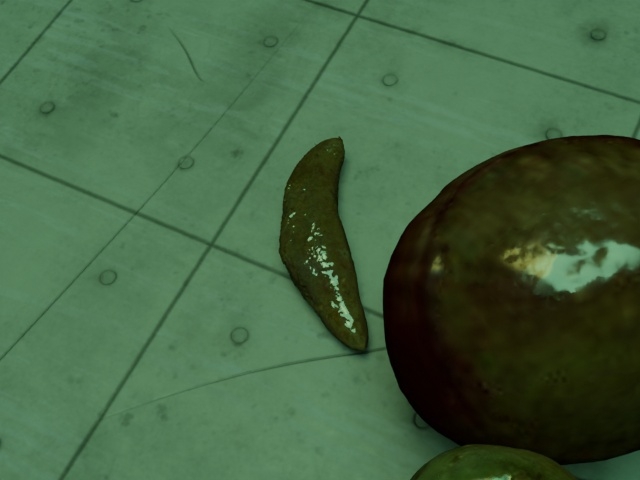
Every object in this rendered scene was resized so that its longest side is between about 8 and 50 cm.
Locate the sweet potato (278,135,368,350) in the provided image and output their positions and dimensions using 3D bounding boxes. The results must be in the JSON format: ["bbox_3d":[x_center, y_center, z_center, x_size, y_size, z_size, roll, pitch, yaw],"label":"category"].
[{"bbox_3d":[-0.004,-0.002,1.186,0.114,0.092,0.341,1,59,-13],"label":"sweet potato"}]

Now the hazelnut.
[{"bbox_3d":[0.266,0.064,0.961,0.353,0.421,0.421,42,71,6],"label":"hazelnut"}]

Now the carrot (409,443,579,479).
[{"bbox_3d":[0.177,0.335,0.836,0.224,0.340,0.224,-5,60,8],"label":"carrot"}]
